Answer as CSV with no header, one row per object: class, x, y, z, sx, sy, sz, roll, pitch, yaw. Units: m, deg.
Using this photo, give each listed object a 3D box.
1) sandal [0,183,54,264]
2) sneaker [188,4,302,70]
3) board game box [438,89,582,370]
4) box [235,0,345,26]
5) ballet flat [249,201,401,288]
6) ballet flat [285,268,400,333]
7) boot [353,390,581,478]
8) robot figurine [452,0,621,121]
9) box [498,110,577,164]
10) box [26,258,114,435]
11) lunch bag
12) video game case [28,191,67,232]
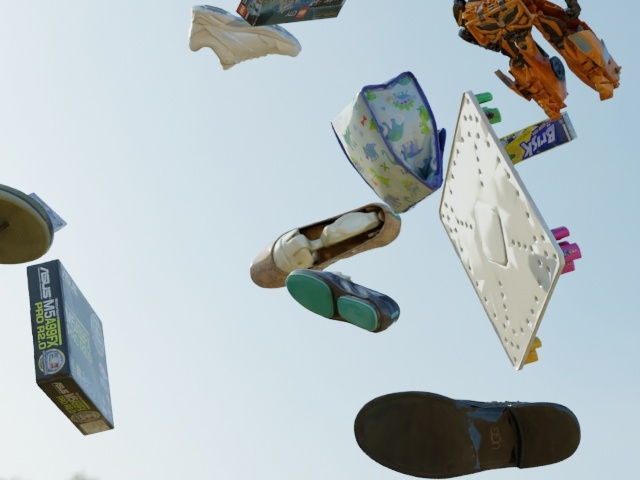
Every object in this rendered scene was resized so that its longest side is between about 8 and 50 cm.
sandal,-0.479,-0.009,1.283,0.302,0.086,0.120,4,-51,-3
sneaker,-0.155,-0.390,2.082,0.232,0.115,0.090,14,20,-9
board game box,0.333,-0.016,1.916,0.050,0.390,0.390,-14,-33,-12
box,-0.018,-0.426,1.675,0.044,0.233,0.159,45,-55,18
ballet flat,0.000,0.000,1.999,0.316,0.108,0.106,-24,-16,5
ballet flat,0.038,0.084,1.528,0.203,0.074,0.074,19,-18,44
boot,0.171,0.224,1.206,0.262,0.091,0.229,2,-9,4
robot figurine,0.347,-0.322,1.687,0.211,0.085,0.291,-22,-48,42
box,0.395,-0.186,1.979,0.169,0.059,0.054,-22,0,27
box,-0.424,0.188,1.786,0.060,0.216,0.270,-12,-29,-1
lunch bag,0.094,-0.115,1.300,0.096,0.151,0.129,-21,-6,-19
video game case,-0.508,-0.044,1.870,0.087,0.011,0.122,43,14,-3
